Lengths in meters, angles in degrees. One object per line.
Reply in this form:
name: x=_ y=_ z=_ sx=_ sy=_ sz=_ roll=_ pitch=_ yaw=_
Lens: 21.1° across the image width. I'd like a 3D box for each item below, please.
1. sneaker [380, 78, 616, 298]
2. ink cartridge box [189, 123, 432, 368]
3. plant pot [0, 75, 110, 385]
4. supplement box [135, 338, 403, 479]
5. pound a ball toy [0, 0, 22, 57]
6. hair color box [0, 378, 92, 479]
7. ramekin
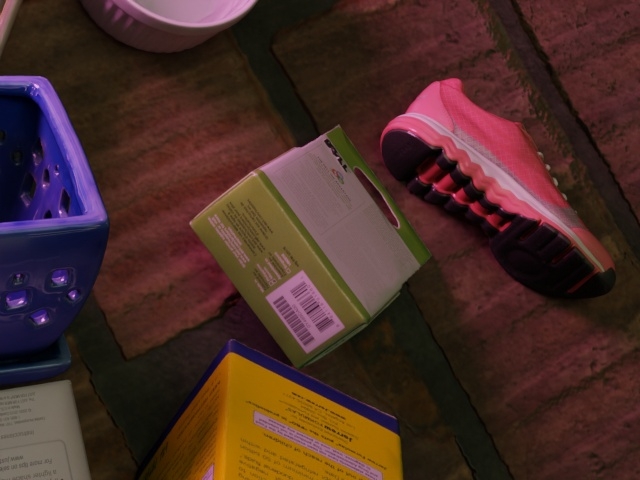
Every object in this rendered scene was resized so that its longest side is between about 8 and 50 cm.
sneaker: x=0.221 y=-0.064 z=1.906 sx=0.314 sy=0.116 sz=0.136 roll=40 pitch=58 yaw=-9
ink cartridge box: x=0.000 y=0.000 z=1.795 sx=0.189 sy=0.097 sz=0.255 roll=54 pitch=24 yaw=0
plant pot: x=-0.333 y=0.004 z=1.512 sx=0.236 sy=0.212 sz=0.236 roll=-5 pitch=41 yaw=-23
supplement box: x=-0.051 y=0.291 z=1.503 sx=0.195 sy=0.194 sz=0.356 roll=27 pitch=28 yaw=-16
pound a ball toy: x=-0.392 y=-0.269 z=1.683 sx=0.208 sy=0.136 sz=0.319 roll=12 pitch=65 yaw=5
hair color box: x=-0.281 y=0.312 z=1.527 sx=0.174 sy=0.105 sz=0.347 roll=-7 pitch=75 yaw=-28
ramekin: x=-0.164 y=-0.295 z=1.799 sx=0.207 sy=0.109 sz=0.207 roll=8 pitch=69 yaw=-23
